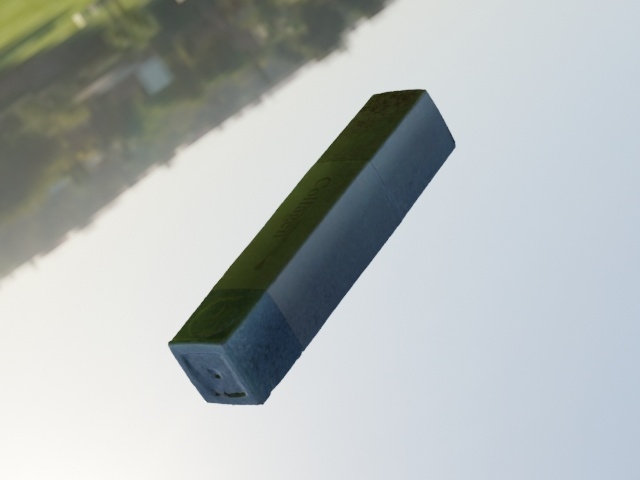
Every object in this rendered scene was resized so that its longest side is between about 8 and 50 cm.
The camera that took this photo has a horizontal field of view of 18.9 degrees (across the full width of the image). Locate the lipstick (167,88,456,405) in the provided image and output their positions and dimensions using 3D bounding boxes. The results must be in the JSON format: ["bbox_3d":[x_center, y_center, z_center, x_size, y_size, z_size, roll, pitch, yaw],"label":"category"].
[{"bbox_3d":[0.000,0.000,1.540,0.066,0.068,0.317,-3,-142,44],"label":"lipstick"}]
